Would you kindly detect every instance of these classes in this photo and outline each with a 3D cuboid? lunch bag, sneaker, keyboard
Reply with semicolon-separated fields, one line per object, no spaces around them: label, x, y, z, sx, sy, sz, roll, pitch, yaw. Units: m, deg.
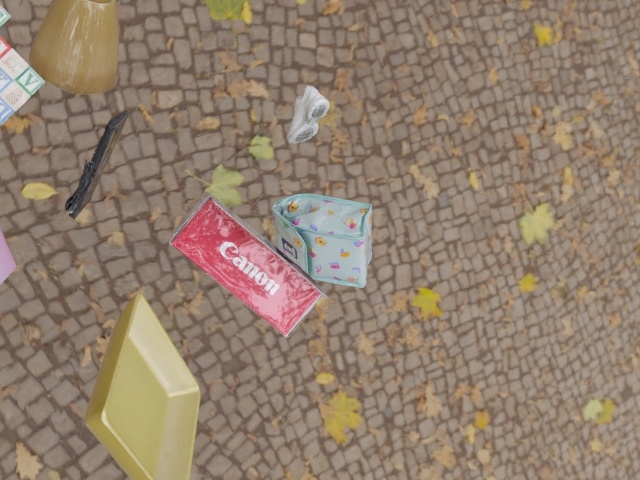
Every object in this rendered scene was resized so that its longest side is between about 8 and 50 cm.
lunch bag;0.000;0.000;1.610;0.262;0.223;0.160;8;52;10
sneaker;-0.054;-0.423;2.031;0.090;0.232;0.115;-9;63;-38
keyboard;-0.596;-0.184;1.585;0.033;0.201;0.317;28;118;-12

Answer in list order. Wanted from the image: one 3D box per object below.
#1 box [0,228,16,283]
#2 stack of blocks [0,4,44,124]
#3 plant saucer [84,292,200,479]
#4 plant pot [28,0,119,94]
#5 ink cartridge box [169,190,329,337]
box;-0.682;-0.003;1.010;0.242;0.117;0.214;-14;110;-3
stack of blocks;-0.675;-0.385;1.143;0.171;0.087;0.297;-54;133;-19
plant saucer;-0.358;0.333;1.228;0.081;0.333;0.333;-15;125;6
plant pot;-0.652;-0.578;1.666;0.237;0.254;0.237;20;42;-19
ink cartridge box;-0.154;0.047;1.262;0.309;0.272;0.130;41;87;-13
